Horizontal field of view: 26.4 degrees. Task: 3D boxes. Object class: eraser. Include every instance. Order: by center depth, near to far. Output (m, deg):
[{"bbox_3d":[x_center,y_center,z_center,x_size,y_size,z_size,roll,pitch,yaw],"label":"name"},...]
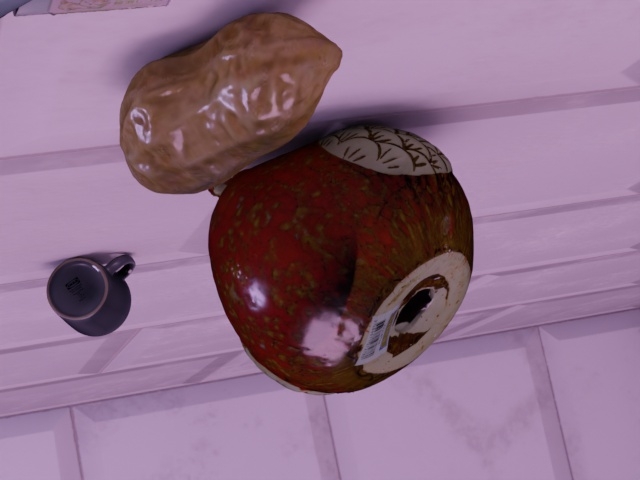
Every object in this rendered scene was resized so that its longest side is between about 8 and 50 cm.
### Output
[{"bbox_3d":[-0.118,-0.133,0.710,0.083,0.019,0.038,-7,171,-20],"label":"eraser"}]

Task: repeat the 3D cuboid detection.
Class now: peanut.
[{"bbox_3d":[-0.064,-0.088,0.850,0.093,0.083,0.194,33,143,-22],"label":"peanut"}]

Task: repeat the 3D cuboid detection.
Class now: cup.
[{"bbox_3d":[-0.241,0.051,1.458,0.100,0.078,0.077,-45,166,-5],"label":"cup"}]

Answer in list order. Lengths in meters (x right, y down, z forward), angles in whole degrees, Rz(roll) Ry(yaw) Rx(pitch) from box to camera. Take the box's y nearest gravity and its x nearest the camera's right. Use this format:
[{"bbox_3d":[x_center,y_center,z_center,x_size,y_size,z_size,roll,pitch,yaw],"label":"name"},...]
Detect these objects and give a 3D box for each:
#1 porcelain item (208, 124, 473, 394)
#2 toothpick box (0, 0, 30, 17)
[{"bbox_3d":[0.000,0.000,1.161,0.253,0.253,0.253,-11,170,-2],"label":"porcelain item"},{"bbox_3d":[-0.166,-0.121,0.627,0.083,0.052,0.052,-19,167,31],"label":"toothpick box"}]
